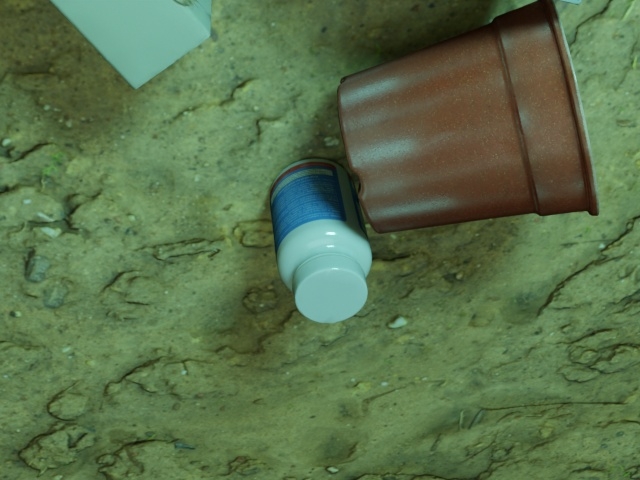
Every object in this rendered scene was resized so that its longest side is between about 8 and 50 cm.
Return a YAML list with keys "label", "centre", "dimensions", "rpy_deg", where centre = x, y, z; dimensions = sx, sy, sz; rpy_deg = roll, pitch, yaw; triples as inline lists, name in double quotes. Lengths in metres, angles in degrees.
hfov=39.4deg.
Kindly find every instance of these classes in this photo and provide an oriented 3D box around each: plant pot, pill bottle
- label: "plant pot"
  centre: [0.173, -0.133, 1.087]
  dimensions: [0.265, 0.272, 0.272]
  rpy_deg: [-13, 129, 13]
- label: "pill bottle"
  centre: [0.000, 0.000, 1.174]
  dimensions: [0.124, 0.221, 0.124]
  rpy_deg: [-4, 128, -5]

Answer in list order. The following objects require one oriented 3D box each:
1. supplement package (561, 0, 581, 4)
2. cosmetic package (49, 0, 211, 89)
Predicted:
- label: "supplement package"
  centre: [0.177, -0.366, 0.927]
  dimensions: [0.203, 0.194, 0.149]
  rpy_deg: [8, 126, -13]
- label: "cosmetic package"
  centre: [-0.251, -0.327, 0.922]
  dimensions: [0.113, 0.160, 0.309]
  rpy_deg: [-31, 127, 17]
